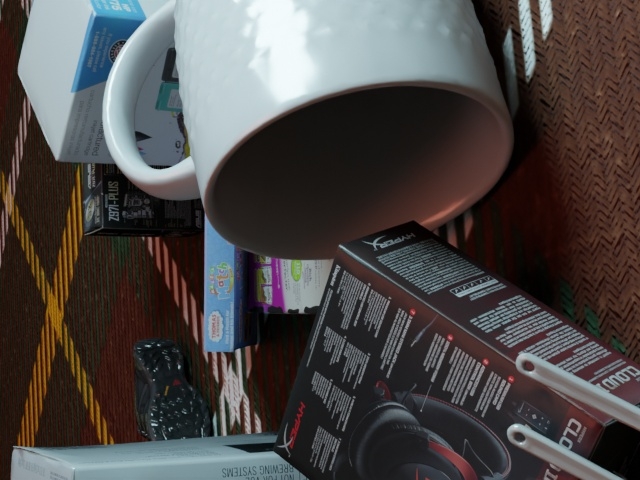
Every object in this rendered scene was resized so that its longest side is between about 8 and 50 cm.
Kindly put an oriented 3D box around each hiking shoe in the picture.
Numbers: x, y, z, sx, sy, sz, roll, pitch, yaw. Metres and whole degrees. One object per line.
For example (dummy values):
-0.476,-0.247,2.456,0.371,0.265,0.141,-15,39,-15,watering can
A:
-0.199,0.240,1.856,0.226,0.086,0.114,-110,20,-44,hiking shoe

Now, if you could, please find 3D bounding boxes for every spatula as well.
0.226,0.187,0.965,0.242,0.019,0.168,25,121,19,spatula

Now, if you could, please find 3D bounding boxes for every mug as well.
-0.041,-0.171,1.284,0.374,0.276,0.328,-24,59,19,mug

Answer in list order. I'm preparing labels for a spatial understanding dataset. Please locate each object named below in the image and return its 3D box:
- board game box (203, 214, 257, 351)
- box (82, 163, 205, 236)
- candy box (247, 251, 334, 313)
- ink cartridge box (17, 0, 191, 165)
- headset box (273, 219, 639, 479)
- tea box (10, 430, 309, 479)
-0.101,0.044,1.595,0.211,0.039,0.160,39,-128,-86,board game box
-0.235,-0.097,1.845,0.077,0.147,0.180,-13,78,61,box
0.000,0.000,1.479,0.233,0.071,0.159,-4,86,63,candy box
-0.183,-0.219,1.622,0.197,0.270,0.198,59,138,43,ink cartridge box
0.123,0.153,1.117,0.293,0.110,0.218,34,122,29,headset box
-0.137,0.374,1.448,0.220,0.329,0.323,-6,83,61,tea box
